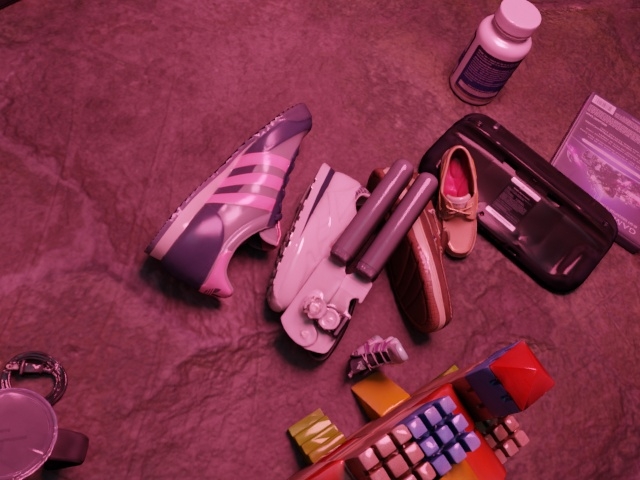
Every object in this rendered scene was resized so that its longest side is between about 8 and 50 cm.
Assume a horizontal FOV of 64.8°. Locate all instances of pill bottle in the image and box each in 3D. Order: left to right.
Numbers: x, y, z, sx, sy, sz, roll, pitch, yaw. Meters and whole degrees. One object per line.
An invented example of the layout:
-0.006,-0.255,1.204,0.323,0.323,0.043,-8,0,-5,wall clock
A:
0.298,-0.322,0.863,0.094,0.169,0.094,5,65,-10,pill bottle

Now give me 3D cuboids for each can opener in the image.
0.050,0.022,0.653,0.074,0.093,0.280,33,84,14,can opener

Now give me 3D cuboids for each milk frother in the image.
-0.311,0.173,0.514,0.129,0.135,0.143,7,62,-44,milk frother

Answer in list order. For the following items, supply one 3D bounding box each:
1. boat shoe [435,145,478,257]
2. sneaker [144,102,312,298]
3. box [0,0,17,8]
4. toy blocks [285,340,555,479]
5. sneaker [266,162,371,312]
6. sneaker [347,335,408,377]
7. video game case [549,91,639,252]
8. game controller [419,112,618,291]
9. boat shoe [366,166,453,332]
0.203,-0.060,0.754,0.063,0.059,0.170,-4,86,11,boat shoe
-0.090,-0.059,0.705,0.131,0.112,0.319,43,65,-9,sneaker
-0.528,-0.421,0.724,0.077,0.180,0.147,41,63,9,box
0.073,0.235,0.498,0.381,0.261,0.190,-27,73,-22,toy blocks
0.000,0.000,0.697,0.095,0.090,0.235,29,64,-9,sneaker
0.065,0.151,0.632,0.069,0.098,0.038,-28,88,-18,sneaker
0.523,-0.133,0.905,0.196,0.026,0.274,36,64,6,video game case
0.315,-0.067,0.811,0.319,0.067,0.166,42,83,10,game controller
0.149,0.002,0.722,0.095,0.095,0.257,-5,66,-21,boat shoe
